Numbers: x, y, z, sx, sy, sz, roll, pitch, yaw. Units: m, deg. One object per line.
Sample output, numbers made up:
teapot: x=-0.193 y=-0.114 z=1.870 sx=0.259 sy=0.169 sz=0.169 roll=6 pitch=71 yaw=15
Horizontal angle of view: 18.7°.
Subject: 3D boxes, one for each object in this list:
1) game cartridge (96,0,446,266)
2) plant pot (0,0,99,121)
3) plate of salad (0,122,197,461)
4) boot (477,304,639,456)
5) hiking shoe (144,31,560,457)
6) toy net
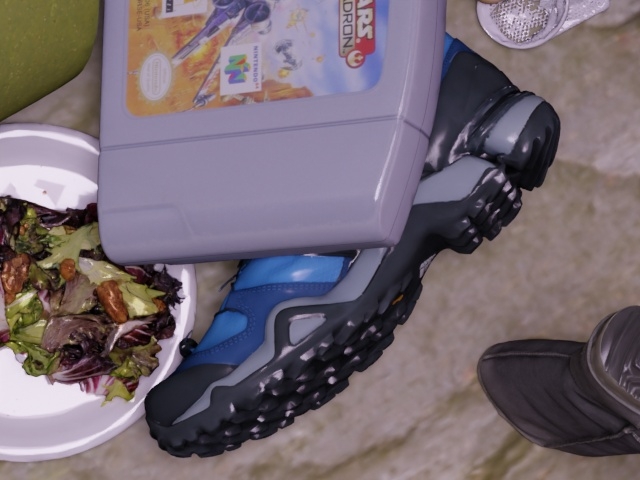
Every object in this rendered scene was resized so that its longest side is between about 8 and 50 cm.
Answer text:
game cartridge: x=-0.028 y=-0.138 z=1.107 sx=0.198 sy=0.062 sz=0.297 roll=-7 pitch=75 yaw=25
plant pot: x=-0.277 y=-0.132 z=1.033 sx=0.293 sy=0.275 sz=0.275 roll=-11 pitch=88 yaw=-28
plate of salad: x=-0.170 y=0.029 z=1.134 sx=0.200 sy=0.048 sz=0.200 roll=1 pitch=85 yaw=-12
boot: x=0.193 y=0.110 z=1.121 sx=0.189 sy=0.208 sz=0.076 roll=40 pitch=69 yaw=-1
hiking shoe: x=0.000 y=0.000 z=1.154 sx=0.304 sy=0.113 sz=0.132 roll=-43 pitch=71 yaw=-6
toy net: x=0.074 y=-0.147 z=1.198 sx=0.232 sy=0.045 sz=0.122 roll=3 pitch=85 yaw=-12
